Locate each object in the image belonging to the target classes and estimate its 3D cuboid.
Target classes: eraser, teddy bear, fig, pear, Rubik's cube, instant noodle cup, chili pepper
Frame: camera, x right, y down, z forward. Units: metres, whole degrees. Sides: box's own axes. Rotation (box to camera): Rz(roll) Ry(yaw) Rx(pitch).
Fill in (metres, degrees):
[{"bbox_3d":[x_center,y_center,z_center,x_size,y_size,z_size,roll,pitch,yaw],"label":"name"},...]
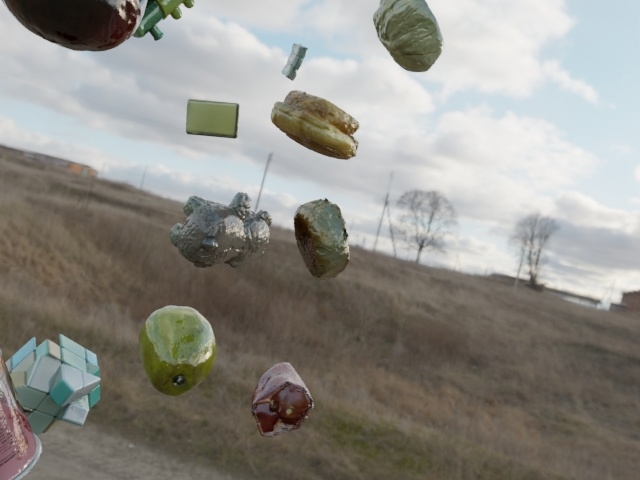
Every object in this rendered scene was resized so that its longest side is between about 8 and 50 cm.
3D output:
[{"bbox_3d":[-0.354,-0.402,2.121,0.172,0.117,0.058,5,11,-3],"label":"eraser"},{"bbox_3d":[-0.243,-0.018,1.623,0.151,0.236,0.267,44,24,23],"label":"teddy bear"},{"bbox_3d":[-0.398,-0.410,1.040,0.235,0.235,0.214,14,-33,-40],"label":"fig"},{"bbox_3d":[-0.457,0.348,2.048,0.253,0.253,0.307,14,24,-22],"label":"pear"},{"bbox_3d":[-0.696,0.389,1.666,0.265,0.224,0.213,44,5,-39],"label":"Rubik's cube"},{"bbox_3d":[-0.681,0.338,1.213,0.243,0.231,0.243,-5,19,2],"label":"instant noodle cup"},{"bbox_3d":[-0.106,0.379,1.590,0.136,0.144,0.252,21,5,-11],"label":"chili pepper"}]

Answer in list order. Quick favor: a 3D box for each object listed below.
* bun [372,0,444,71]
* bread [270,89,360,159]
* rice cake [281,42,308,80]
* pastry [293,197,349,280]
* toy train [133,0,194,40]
[{"bbox_3d":[0.235,-0.584,1.789,0.153,0.244,0.244,-30,4,-4],"label":"bun"},{"bbox_3d":[-0.014,-0.289,1.608,0.198,0.120,0.236,22,6,-47],"label":"bread"},{"bbox_3d":[-0.082,-0.570,2.046,0.038,0.124,0.211,22,19,-13],"label":"rice cake"},{"bbox_3d":[0.000,0.000,1.475,0.093,0.182,0.192,-16,-6,-17],"label":"pastry"},{"bbox_3d":[-0.316,-0.556,1.310,0.150,0.369,0.237,18,-29,48],"label":"toy train"}]
